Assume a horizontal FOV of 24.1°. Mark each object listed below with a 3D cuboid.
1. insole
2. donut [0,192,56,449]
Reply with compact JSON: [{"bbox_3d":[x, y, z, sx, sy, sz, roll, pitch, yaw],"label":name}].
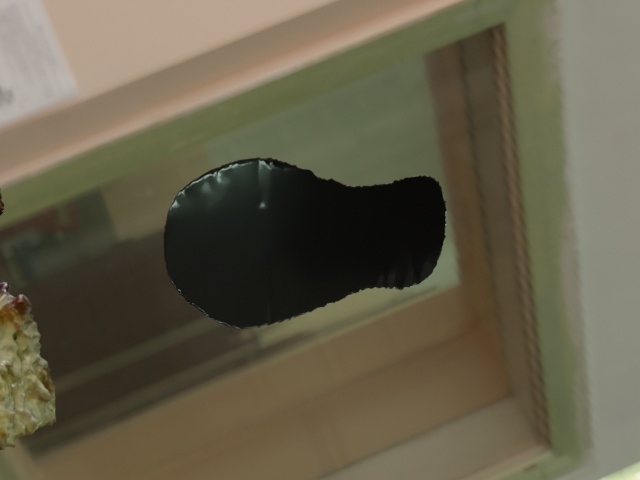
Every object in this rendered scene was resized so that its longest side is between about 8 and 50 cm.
[{"bbox_3d":[0.000,0.000,0.792,0.005,0.253,0.086,8,-84,35],"label":"insole"},{"bbox_3d":[-0.225,0.021,0.804,0.085,0.141,0.217,-56,136,-63],"label":"donut"}]
